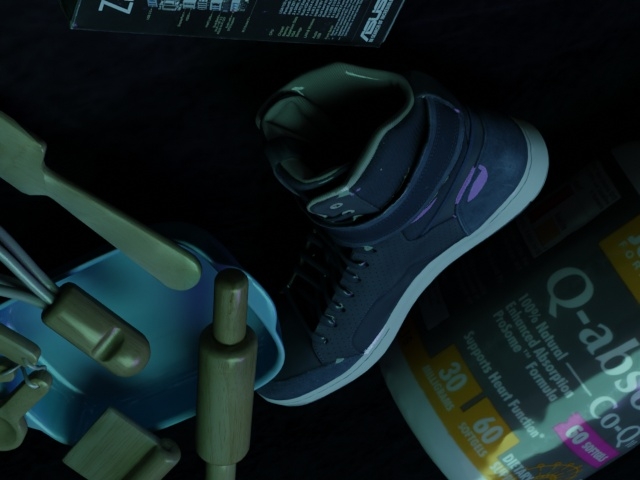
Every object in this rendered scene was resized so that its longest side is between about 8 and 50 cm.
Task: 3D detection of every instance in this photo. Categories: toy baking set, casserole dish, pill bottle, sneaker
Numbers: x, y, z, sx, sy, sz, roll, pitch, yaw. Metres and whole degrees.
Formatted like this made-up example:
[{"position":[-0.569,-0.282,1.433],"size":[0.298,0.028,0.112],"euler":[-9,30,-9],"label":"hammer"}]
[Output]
[{"position":[-0.126,0.052,0.684],"size":[0.196,0.030,0.256],"euler":[13,130,1],"label":"toy baking set"},{"position":[-0.103,0.049,0.722],"size":[0.188,0.037,0.114],"euler":[-25,120,26],"label":"casserole dish"},{"position":[0.184,0.038,0.834],"size":[0.278,0.162,0.162],"euler":[-37,144,15],"label":"pill bottle"},{"position":[0.000,-0.002,0.724],"size":[0.226,0.086,0.163],"euler":[-48,147,19],"label":"sneaker"}]

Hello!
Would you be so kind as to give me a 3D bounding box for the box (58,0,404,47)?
[{"position":[-0.017,-0.169,0.513],"size":[0.147,0.077,0.180],"euler":[-2,138,-30],"label":"box"}]
